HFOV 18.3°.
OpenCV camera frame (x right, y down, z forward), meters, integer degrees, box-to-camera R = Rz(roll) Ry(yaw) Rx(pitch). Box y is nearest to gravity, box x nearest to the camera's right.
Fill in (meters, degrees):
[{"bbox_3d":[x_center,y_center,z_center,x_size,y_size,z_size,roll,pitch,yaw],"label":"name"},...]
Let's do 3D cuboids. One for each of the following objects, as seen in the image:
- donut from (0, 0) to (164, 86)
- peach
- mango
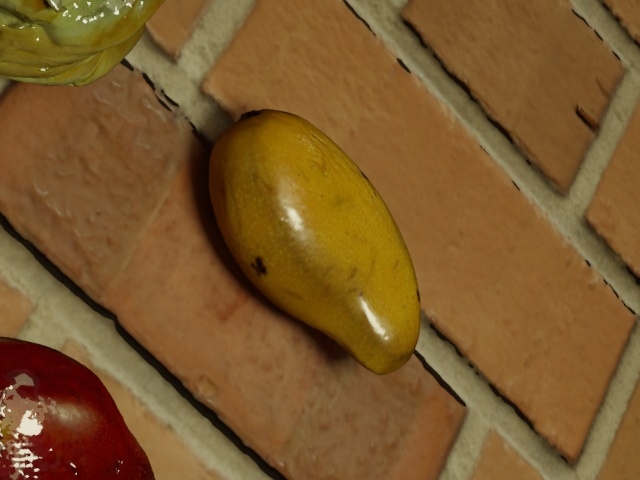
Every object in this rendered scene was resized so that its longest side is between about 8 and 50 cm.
[{"bbox_3d":[-0.269,-0.316,1.810,0.360,0.170,0.360,11,71,-33],"label":"donut"},{"bbox_3d":[-0.239,0.185,1.772,0.279,0.068,0.189,22,67,-36],"label":"peach"},{"bbox_3d":[-0.005,0.001,1.993,0.295,0.120,0.177,57,42,-17],"label":"mango"}]
